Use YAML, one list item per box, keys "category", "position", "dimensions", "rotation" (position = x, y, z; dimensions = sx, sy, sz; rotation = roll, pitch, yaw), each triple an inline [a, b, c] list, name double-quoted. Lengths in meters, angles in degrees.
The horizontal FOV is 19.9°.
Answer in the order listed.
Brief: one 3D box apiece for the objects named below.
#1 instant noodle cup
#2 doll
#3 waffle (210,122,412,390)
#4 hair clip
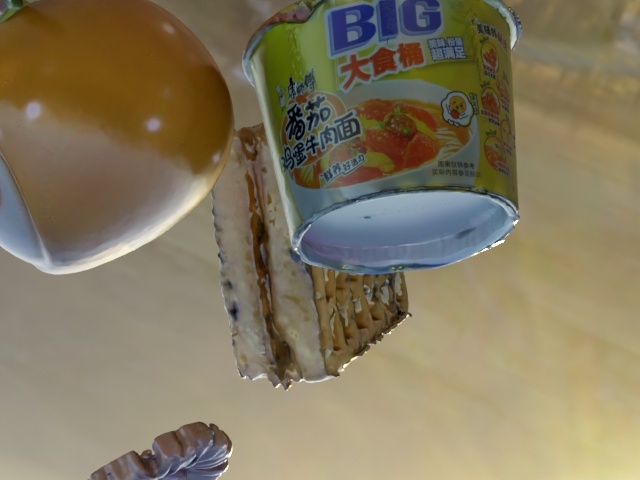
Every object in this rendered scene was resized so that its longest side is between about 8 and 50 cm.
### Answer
- category: "instant noodle cup"
  position: [0.048, -0.070, 1.280]
  dimensions: [0.205, 0.153, 0.205]
  rotation: [-4, 160, -2]
- category: "doll"
  position: [-0.173, -0.104, 1.266]
  dimensions: [0.236, 0.213, 0.213]
  rotation: [63, 174, 1]
- category: "waffle"
  position: [0.001, 0.000, 1.908]
  dimensions: [0.114, 0.261, 0.376]
  rotation: [-8, -176, 16]
- category: "hair clip"
  position: [-0.223, 0.236, 1.665]
  dimensions: [0.300, 0.069, 0.173]
  rotation: [-10, 158, -12]
